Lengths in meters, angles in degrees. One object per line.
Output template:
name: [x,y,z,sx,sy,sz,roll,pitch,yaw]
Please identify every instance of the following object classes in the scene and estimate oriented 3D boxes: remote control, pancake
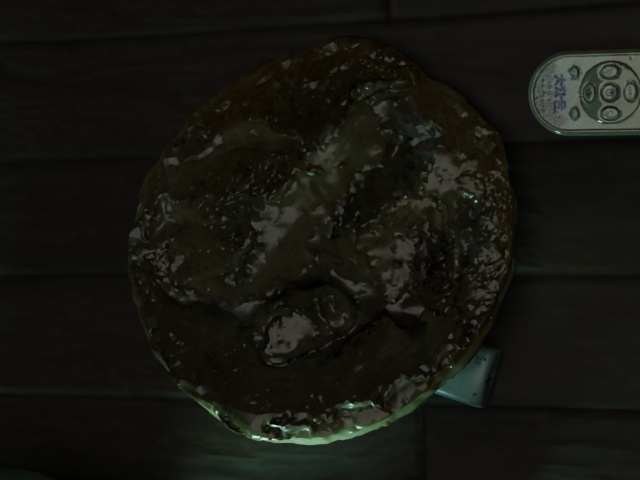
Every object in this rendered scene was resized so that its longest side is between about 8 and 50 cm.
remote control: [0.085,0.107,1.729,0.162,0.029,0.061,17,99,19]
pancake: [0.000,0.001,1.713,0.387,0.082,0.386,-3,80,15]
remote control: [0.295,-0.132,1.636,0.221,0.042,0.078,0,92,19]

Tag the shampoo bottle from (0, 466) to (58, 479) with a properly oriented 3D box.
shampoo bottle: [-0.314,0.379,1.734,0.322,0.317,0.322,1,93,17]
